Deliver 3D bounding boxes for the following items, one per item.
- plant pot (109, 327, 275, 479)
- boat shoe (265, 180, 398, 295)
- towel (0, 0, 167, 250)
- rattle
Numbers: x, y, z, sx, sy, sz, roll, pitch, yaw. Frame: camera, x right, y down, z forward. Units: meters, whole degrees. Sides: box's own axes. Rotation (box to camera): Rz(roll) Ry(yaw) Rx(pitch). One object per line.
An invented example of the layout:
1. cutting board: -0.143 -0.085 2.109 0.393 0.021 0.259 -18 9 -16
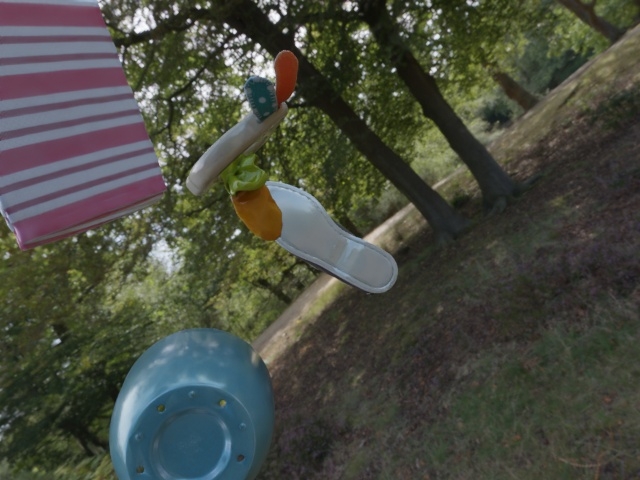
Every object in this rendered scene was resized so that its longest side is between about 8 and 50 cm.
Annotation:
1. plant pot: -0.209 0.308 0.724 0.293 0.293 0.235 -41 5 -13
2. boat shoe: 0.000 0.000 0.860 0.116 0.324 0.097 -59 2 -12
3. towel: -0.225 -0.106 0.369 0.029 0.197 0.144 -4 20 35
4. rattle: -0.057 -0.090 0.496 0.200 0.142 0.130 -33 -4 35
